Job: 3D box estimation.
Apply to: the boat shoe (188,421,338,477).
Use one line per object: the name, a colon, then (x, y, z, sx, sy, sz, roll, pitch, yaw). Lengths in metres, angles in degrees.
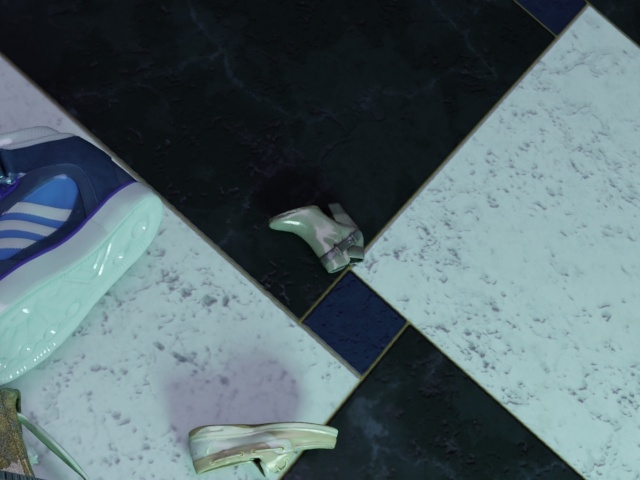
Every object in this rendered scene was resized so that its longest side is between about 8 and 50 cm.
boat shoe: (-0.063, 0.239, 1.102, 0.170, 0.063, 0.059, -1, 70, -8)

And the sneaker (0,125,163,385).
sneaker: (-0.356, -0.001, 1.068, 0.236, 0.130, 0.323, 30, 56, 19)

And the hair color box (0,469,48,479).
hair color box: (-0.314, 0.381, 0.805, 0.185, 0.113, 0.374, 17, 79, -15)

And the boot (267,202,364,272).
boot: (0.000, 0.000, 1.238, 0.118, 0.042, 0.087, -14, 74, -23)

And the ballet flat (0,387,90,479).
ballet flat: (-0.265, 0.298, 0.975, 0.123, 0.123, 0.348, -28, 75, -27)
